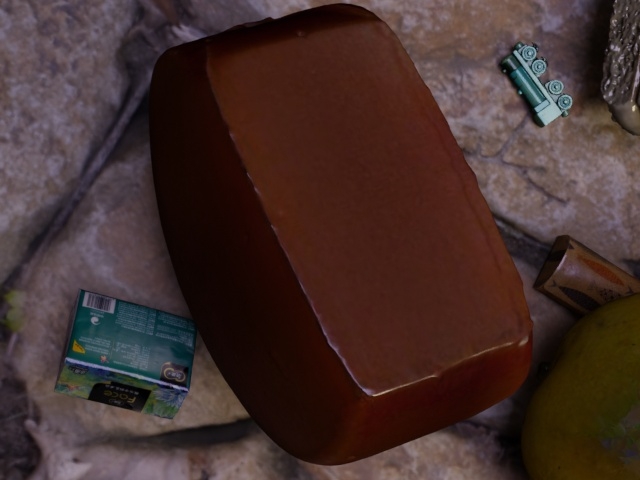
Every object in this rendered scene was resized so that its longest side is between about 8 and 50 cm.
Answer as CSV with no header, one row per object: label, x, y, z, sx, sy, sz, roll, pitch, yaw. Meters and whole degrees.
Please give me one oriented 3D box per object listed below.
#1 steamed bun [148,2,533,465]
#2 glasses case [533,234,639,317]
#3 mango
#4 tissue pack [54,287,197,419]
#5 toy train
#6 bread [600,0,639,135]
steamed bun,0.000,0.000,0.938,0.235,0.248,0.379,-19,75,-27
glasses case,0.308,0.063,1.130,0.170,0.041,0.065,32,78,-11
mango,0.367,0.162,1.019,0.365,0.182,0.253,-15,78,14
tissue pack,-0.175,0.108,0.975,0.111,0.079,0.085,16,45,-15
toy train,0.224,-0.162,1.137,0.045,0.029,0.092,-36,91,0
bread,0.393,-0.261,1.125,0.183,0.102,0.337,14,88,-42
